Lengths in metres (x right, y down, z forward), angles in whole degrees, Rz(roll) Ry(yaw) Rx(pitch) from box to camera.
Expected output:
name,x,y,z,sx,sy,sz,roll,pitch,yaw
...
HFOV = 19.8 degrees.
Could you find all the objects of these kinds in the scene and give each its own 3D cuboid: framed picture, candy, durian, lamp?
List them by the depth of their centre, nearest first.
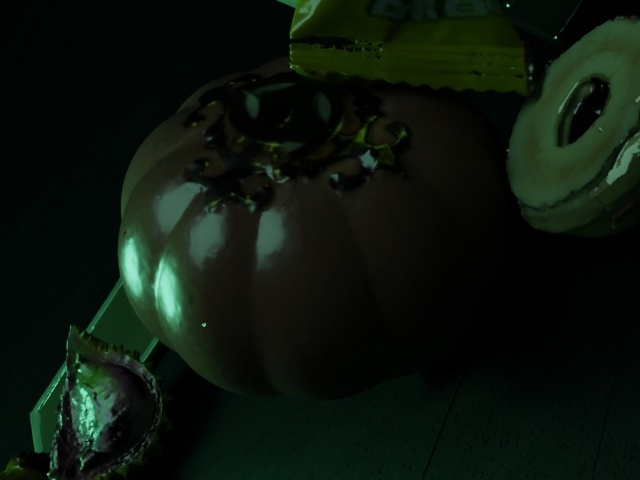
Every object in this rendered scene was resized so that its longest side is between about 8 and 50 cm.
name,x,y,z,sx,sy,sz,roll,pitch,yaw
candy,0.066,-0.247,1.355,0.081,0.187,0.297,88,-177,-71
lamp,0.000,0.000,1.379,0.305,0.305,0.239,-95,-4,-50
durian,-0.186,0.184,1.761,0.108,0.119,0.186,-4,67,18
framed picture,-0.237,0.143,1.965,0.252,0.014,0.197,-55,25,16

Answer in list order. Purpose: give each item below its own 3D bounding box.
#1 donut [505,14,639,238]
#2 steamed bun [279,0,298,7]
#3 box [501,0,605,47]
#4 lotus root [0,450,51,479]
name,x,y,z,sx,sy,sz,roll,pitch,yaw
donut,0.204,-0.075,1.272,0.174,0.068,0.174,-43,29,31
steamed bun,0.043,-0.359,1.572,0.334,0.334,0.374,-35,28,45
box,0.202,-0.221,1.471,0.126,0.027,0.125,-60,25,5
lotus root,-0.312,0.324,1.767,0.128,0.145,0.260,-19,50,69
